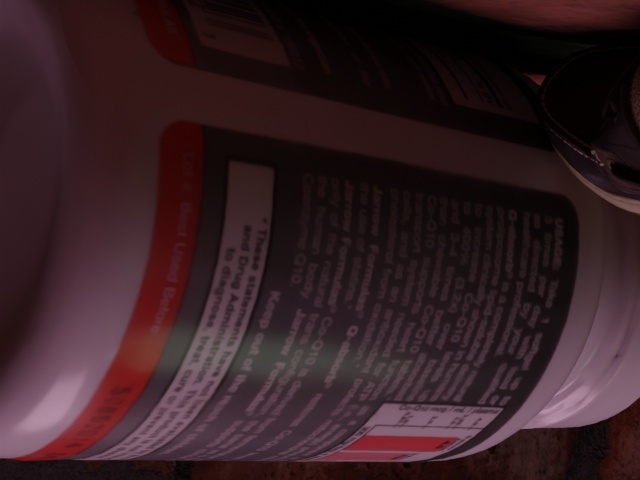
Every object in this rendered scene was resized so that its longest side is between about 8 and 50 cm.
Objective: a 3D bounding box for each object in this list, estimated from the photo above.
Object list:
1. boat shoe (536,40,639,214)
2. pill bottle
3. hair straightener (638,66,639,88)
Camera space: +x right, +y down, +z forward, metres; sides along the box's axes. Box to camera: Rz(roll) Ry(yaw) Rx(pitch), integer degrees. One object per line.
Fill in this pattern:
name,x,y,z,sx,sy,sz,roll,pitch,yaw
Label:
boat shoe,0.146,-0.047,0.512,0.073,0.080,0.223,41,179,-29
pill bottle,0.000,0.000,0.647,0.363,0.210,0.210,9,-178,-39
hair straightener,0.187,-0.023,0.386,0.231,0.089,0.047,8,-169,-21
